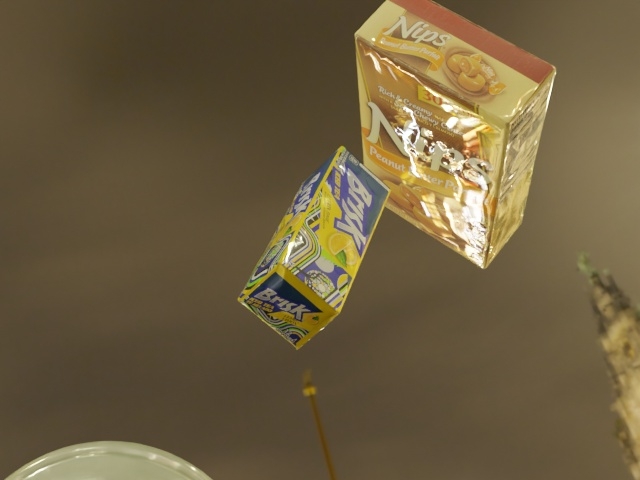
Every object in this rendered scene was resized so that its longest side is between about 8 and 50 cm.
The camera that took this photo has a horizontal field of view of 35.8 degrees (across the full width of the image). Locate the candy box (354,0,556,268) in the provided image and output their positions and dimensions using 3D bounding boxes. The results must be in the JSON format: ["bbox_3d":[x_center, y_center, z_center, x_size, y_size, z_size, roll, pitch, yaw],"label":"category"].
[{"bbox_3d":[0.138,-0.110,1.080,0.087,0.183,0.316,-50,-21,-18],"label":"candy box"}]

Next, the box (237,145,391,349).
[{"bbox_3d":[0.000,0.000,0.751,0.059,0.169,0.054,41,-54,-11],"label":"box"}]

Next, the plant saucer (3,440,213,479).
[{"bbox_3d":[-0.273,0.460,1.246,0.401,0.400,0.100,-14,5,-4],"label":"plant saucer"}]
